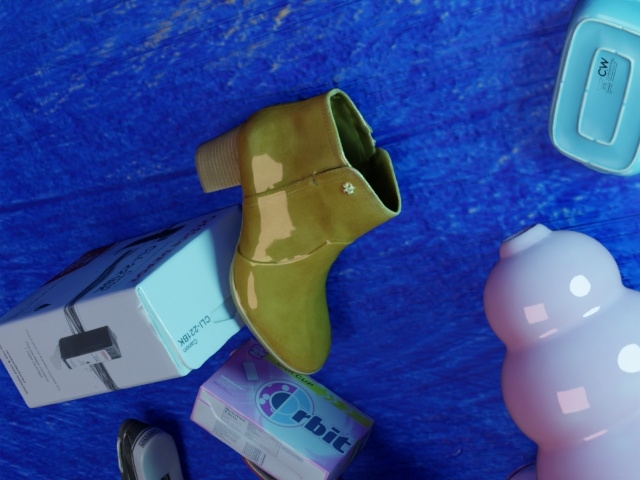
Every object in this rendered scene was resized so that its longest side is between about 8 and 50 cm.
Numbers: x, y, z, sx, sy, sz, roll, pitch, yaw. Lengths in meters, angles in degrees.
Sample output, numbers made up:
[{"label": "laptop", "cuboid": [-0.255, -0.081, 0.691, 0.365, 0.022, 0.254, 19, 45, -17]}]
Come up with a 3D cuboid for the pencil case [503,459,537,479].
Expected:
[{"label": "pencil case", "cuboid": [0.294, 0.351, 1.542, 0.124, 0.124, 0.284, -19, 105, 42]}]

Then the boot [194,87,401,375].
[{"label": "boot", "cuboid": [0.000, -0.001, 1.530, 0.211, 0.104, 0.295, -12, 106, 40]}]

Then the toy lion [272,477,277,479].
[{"label": "toy lion", "cuboid": [-0.049, 0.315, 1.751, 0.034, 0.096, 0.100, 23, 130, 23]}]

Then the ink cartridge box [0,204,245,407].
[{"label": "ink cartridge box", "cuboid": [-0.209, 0.076, 1.665, 0.273, 0.197, 0.114, -15, 109, 40]}]

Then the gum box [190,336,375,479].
[{"label": "gum box", "cuboid": [-0.048, 0.202, 1.694, 0.188, 0.107, 0.062, 33, 132, 14]}]

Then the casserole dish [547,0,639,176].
[{"label": "casserole dish", "cuboid": [0.257, -0.133, 1.307, 0.114, 0.037, 0.188, 24, 129, 21]}]

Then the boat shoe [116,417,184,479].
[{"label": "boat shoe", "cuboid": [-0.218, 0.323, 1.925, 0.070, 0.078, 0.219, 23, 130, 37]}]

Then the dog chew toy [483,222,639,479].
[{"label": "dog chew toy", "cuboid": [0.264, 0.138, 1.376, 0.207, 0.207, 0.331, -26, 93, 43]}]

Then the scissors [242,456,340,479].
[{"label": "scissors", "cuboid": [0.031, 0.317, 1.779, 0.297, 0.021, 0.109, 36, 131, 9]}]
